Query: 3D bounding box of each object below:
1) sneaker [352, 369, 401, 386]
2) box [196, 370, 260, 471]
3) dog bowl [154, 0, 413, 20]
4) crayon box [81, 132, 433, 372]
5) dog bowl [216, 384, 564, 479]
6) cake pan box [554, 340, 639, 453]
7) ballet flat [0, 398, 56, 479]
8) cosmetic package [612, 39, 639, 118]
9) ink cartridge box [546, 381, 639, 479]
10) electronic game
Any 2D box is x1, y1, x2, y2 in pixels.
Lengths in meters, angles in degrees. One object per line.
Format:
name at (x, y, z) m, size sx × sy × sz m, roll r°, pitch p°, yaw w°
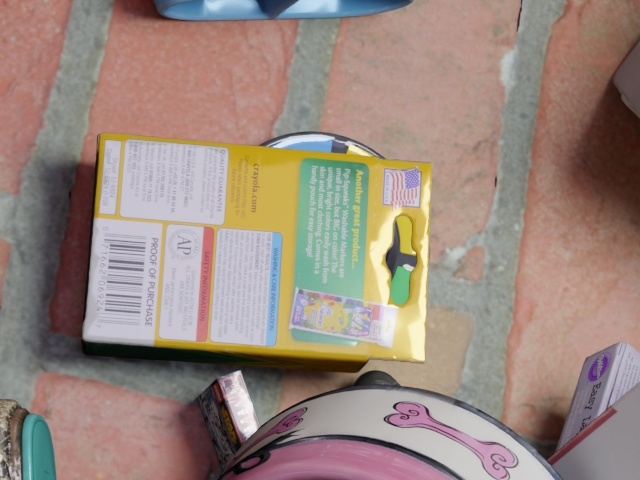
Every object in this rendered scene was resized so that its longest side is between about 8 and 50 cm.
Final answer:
sneaker at (0.096, 0.230, 1.827) m, size 0.078 × 0.106 × 0.234 m, roll -15°, pitch 78°, yaw -20°
box at (-0.074, 0.199, 1.794) m, size 0.027 × 0.094 × 0.137 m, roll -17°, pitch 80°, yaw -19°
dog bowl at (-0.036, -0.270, 1.916) m, size 0.297 × 0.166 × 0.074 m, roll -3°, pitch 87°, yaw -17°
crayon box at (-0.061, 0.017, 1.818) m, size 0.323 × 0.083 × 0.203 m, roll 5°, pitch 76°, yaw -6°
dog bowl at (0.041, 0.336, 1.624) m, size 0.408 × 0.408 × 0.150 m, roll 59°, pitch 24°, yaw 6°
cake pan box at (0.327, 0.262, 1.806) m, size 0.246 × 0.070 × 0.267 m, roll 36°, pitch 55°, yaw -21°
ballet flat at (-0.293, 0.382, 1.662) m, size 0.182 × 0.164 × 0.483 m, roll -14°, pitch 71°, yaw 2°
cosmetic package at (0.543, -0.203, 1.887) m, size 0.327 × 0.329 × 0.393 m, roll 36°, pitch 102°, yaw -4°
ink cartridge box at (0.420, 0.179, 1.672) m, size 0.385 × 0.279 × 0.160 m, roll -9°, pitch 62°, yaw -36°
electronic game at (0.000, 0.000, 1.900) m, size 0.229 × 0.048 × 0.229 m, roll 5°, pitch 73°, yaw -15°
